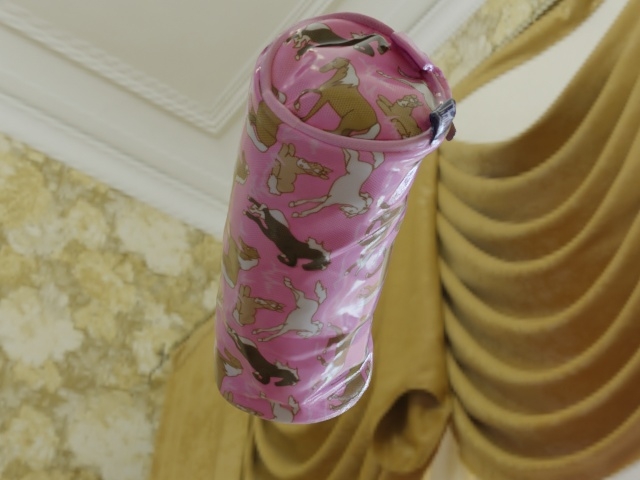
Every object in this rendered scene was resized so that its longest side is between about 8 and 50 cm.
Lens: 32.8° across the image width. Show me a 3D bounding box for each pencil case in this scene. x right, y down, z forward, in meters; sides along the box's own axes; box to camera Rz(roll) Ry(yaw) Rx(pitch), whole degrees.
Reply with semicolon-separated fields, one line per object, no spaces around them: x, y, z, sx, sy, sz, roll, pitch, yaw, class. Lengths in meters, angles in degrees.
0.000;0.000;0.938;0.167;0.160;0.386;11;-45;-4;pencil case
